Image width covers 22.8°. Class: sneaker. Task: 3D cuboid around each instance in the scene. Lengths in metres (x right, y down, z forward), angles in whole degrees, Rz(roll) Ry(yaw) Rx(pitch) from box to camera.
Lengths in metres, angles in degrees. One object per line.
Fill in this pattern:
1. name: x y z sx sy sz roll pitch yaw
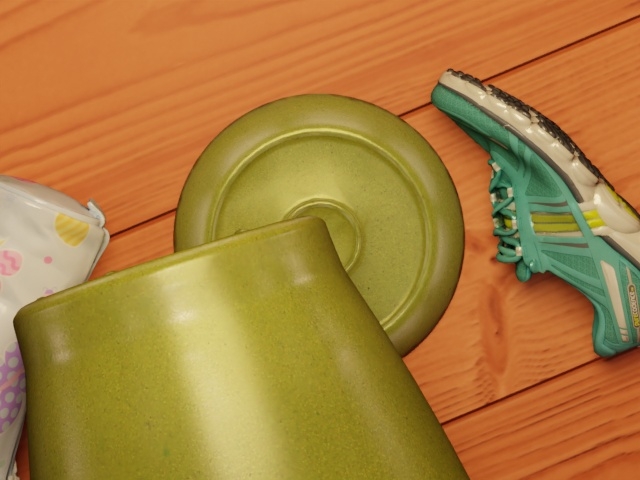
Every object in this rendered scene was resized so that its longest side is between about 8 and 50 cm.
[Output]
1. sneaker: 0.179 -0.023 1.265 0.110 0.107 0.275 -41 93 10

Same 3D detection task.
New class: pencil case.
1. pencil case: -0.264 0.082 1.246 0.124 0.113 0.273 20 91 8

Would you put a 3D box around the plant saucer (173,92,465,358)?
1. plant saucer: 0.000 0.000 1.289 0.241 0.037 0.241 0 93 -2

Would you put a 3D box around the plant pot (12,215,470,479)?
1. plant pot: -0.058 0.179 1.143 0.366 0.366 0.353 -18 90 -1
